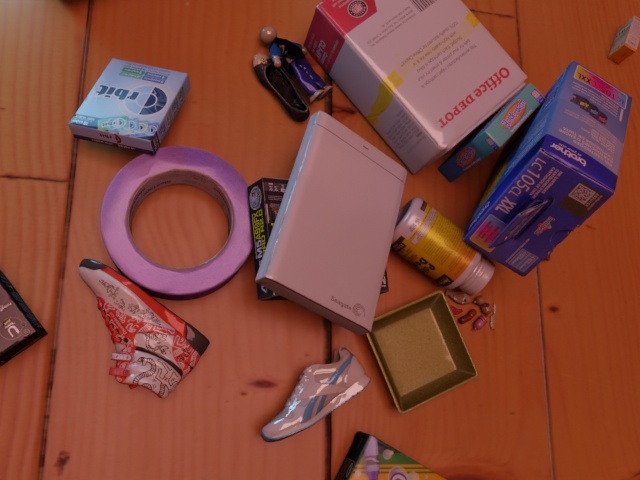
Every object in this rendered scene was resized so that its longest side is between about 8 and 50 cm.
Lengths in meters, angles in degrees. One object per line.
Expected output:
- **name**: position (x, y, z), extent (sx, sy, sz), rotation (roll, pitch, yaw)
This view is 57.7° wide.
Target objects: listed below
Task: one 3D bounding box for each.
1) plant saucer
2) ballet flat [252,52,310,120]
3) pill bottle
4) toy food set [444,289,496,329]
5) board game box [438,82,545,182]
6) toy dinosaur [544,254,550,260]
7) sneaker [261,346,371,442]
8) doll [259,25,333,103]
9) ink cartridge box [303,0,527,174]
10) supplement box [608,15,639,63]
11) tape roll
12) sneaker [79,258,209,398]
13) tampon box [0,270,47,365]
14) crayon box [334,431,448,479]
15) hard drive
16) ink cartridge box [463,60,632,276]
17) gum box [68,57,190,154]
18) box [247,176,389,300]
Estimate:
- **plant saucer**: position (0.193, 0.219, 1.154), extent (0.188, 0.045, 0.188), rotation (-20, 83, -18)
- **ballet flat**: position (-0.077, -0.324, 1.207), extent (0.057, 0.049, 0.173), rotation (-39, 89, -22)
- **pill bottle**: position (0.243, 0.018, 1.175), extent (0.215, 0.117, 0.117), rotation (36, 71, -4)
- **toy food set**: position (0.317, 0.147, 1.216), extent (0.122, 0.019, 0.078), rotation (12, 75, -11)
- **board game box**: position (0.350, -0.218, 1.209), extent (0.047, 0.210, 0.160), rotation (46, 70, -1)
- **toy dinosaur**: position (0.446, -0.022, 1.271), extent (0.183, 0.053, 0.093), rotation (27, 74, -7)
- **sneaker**: position (-0.019, 0.287, 1.069), extent (0.228, 0.087, 0.092), rotation (-30, 79, -26)
- **doll**: position (-0.059, -0.375, 1.214), extent (0.189, 0.046, 0.129), rotation (50, 40, 1)
- **ink cartridge box**: position (0.197, -0.378, 1.232), extent (0.279, 0.160, 0.385), rotation (-40, 88, -19)
- **supplement box**: position (0.771, -0.505, 1.462), extent (0.036, 0.062, 0.099), rotation (28, 71, -5)
- **tape roll**: position (-0.257, -0.030, 1.073), extent (0.274, 0.090, 0.275), rotation (3, 77, -14)
- **sneaker**: position (-0.340, 0.159, 1.007), extent (0.270, 0.090, 0.145), rotation (37, 69, -6)
- **tampon box**: position (-0.556, 0.124, 0.953), extent (0.120, 0.101, 0.161), rotation (-36, 89, -18)
- **crayon box**: position (0.168, 0.521, 1.058), extent (0.322, 0.083, 0.203), rotation (32, 72, -6)
- **hard drive**: position (0.035, -0.037, 1.068), extent (0.233, 0.047, 0.353), rotation (30, 61, -26)
- **ink cartridge box**: position (0.428, -0.119, 1.105), extent (0.151, 0.270, 0.396), rotation (30, 50, 3)
- **gum box**: position (-0.349, -0.252, 1.078), extent (0.156, 0.041, 0.185), rotation (13, 57, 5)
- **box**: position (0.000, 0.000, 1.101), extent (0.269, 0.060, 0.217), rotation (1, 77, -36)
